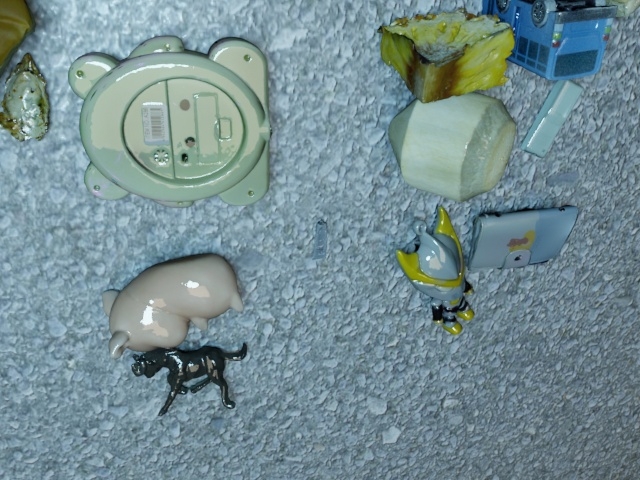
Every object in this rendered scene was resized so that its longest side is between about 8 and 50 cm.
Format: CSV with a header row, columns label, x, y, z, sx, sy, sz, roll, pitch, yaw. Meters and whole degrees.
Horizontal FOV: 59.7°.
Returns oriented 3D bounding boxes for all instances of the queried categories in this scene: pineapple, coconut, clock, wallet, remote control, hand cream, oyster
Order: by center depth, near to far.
label,x,y,z,sx,sy,sz,roll,pitch,yaw
oyster,-0.463,-0.222,0.888,0.086,0.029,0.132,28,101,-32
clock,-0.238,-0.191,0.927,0.309,0.114,0.284,-4,117,-13
pineapple,0.206,-0.313,0.954,0.236,0.186,0.114,7,135,15
coconut,0.231,-0.183,1.025,0.202,0.222,0.202,-42,146,-39
hand cream,0.000,0.000,1.138,0.030,0.019,0.093,-4,118,-13
remote control,0.482,-0.252,1.158,0.061,0.029,0.162,17,109,-21
wallet,0.439,-0.007,1.239,0.231,0.069,0.170,-6,133,-9

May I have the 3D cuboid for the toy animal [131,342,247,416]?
label,x,y,z,sx,sy,sz,roll,pitch,yaw
toy animal,-0.265,0.274,1.150,0.232,0.084,0.148,-3,114,-12

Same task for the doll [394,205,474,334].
label,x,y,z,sx,sy,sz,roll,pitch,yaw
doll,0.258,0.080,1.207,0.145,0.103,0.316,-28,126,1

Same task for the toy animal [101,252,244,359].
label,x,y,z,sx,sy,sz,roll,pitch,yaw
toy animal,-0.274,0.113,1.029,0.250,0.166,0.154,-30,110,-9

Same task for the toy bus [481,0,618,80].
label,x,y,z,sx,sy,sz,roll,pitch,yaw
toy bus,0.375,-0.366,0.961,0.116,0.234,0.133,-12,125,-11

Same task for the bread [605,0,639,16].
label,x,y,z,sx,sy,sz,roll,pitch,yaw
bread,0.562,-0.483,1.030,0.082,0.106,0.125,39,97,-29

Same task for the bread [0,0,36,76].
label,x,y,z,sx,sy,sz,roll,pitch,yaw
bread,-0.541,-0.283,0.723,0.250,0.225,0.279,38,95,-29
